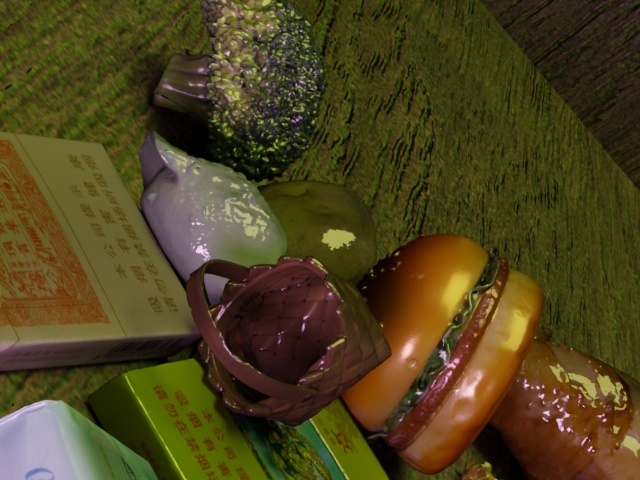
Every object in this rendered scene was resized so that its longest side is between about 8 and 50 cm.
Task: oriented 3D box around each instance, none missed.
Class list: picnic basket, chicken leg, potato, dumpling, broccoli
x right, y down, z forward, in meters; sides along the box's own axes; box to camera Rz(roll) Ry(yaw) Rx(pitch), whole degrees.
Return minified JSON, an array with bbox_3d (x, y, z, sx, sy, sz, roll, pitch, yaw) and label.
[{"bbox_3d":[-0.041,0.074,1.290,0.178,0.138,0.128,29,28,-50],"label":"picnic basket"},{"bbox_3d":[0.227,0.163,1.873,0.409,0.182,0.295,30,17,-14],"label":"chicken leg"},{"bbox_3d":[0.000,0.000,1.662,0.182,0.117,0.202,42,24,-19],"label":"potato"},{"bbox_3d":[-0.091,-0.007,1.435,0.219,0.108,0.152,63,4,-2],"label":"dumpling"},{"bbox_3d":[-0.080,-0.159,1.676,0.176,0.226,0.198,25,-34,24],"label":"broccoli"}]

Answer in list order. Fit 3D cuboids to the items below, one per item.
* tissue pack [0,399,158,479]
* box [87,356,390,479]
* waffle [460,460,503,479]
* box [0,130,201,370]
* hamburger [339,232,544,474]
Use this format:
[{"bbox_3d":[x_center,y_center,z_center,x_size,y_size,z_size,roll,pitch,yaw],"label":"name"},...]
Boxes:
[{"bbox_3d":[-0.124,0.245,1.002,0.263,0.089,0.177,67,6,29],"label":"tissue pack"},{"bbox_3d":[-0.053,0.182,1.355,0.187,0.047,0.335,57,20,12],"label":"box"},{"bbox_3d":[0.222,0.318,1.719,0.192,0.046,0.160,59,24,14],"label":"waffle"},{"bbox_3d":[-0.240,0.004,1.230,0.204,0.051,0.365,60,22,15],"label":"box"},{"bbox_3d":[0.099,0.101,1.563,0.170,0.246,0.246,34,23,-3],"label":"hamburger"}]
